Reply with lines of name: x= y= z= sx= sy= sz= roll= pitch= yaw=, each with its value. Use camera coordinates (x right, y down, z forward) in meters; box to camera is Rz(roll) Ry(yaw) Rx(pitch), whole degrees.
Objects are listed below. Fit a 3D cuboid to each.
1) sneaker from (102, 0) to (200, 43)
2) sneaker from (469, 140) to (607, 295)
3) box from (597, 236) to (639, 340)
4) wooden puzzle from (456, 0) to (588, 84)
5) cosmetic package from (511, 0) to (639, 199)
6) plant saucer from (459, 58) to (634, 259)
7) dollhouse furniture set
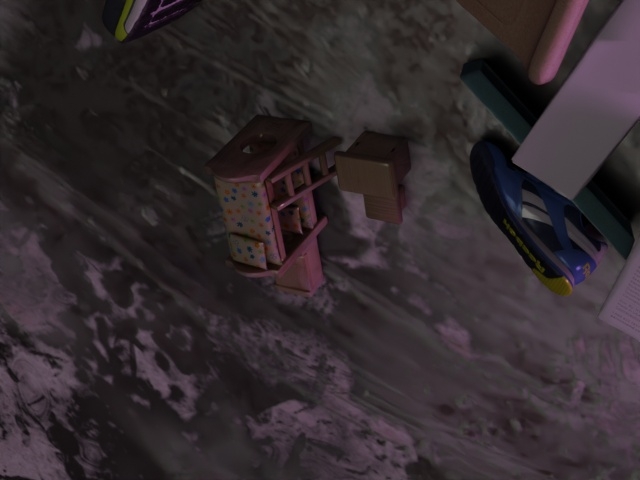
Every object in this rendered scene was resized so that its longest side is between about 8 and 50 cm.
sneaker: x=-0.127 y=-0.288 z=1.084 sx=0.121 sy=0.111 sz=0.300 roll=39 pitch=133 yaw=17
sneaker: x=0.176 y=-0.026 z=1.114 sx=0.144 sy=0.059 sz=0.053 roll=55 pitch=169 yaw=7
box: x=0.288 y=-0.013 z=0.982 sx=0.091 sy=0.130 sz=0.170 roll=30 pitch=137 yaw=12
wooden puzzle: x=0.084 y=-0.310 z=0.750 sx=0.348 sy=0.080 sz=0.322 roll=51 pitch=144 yaw=28
cosmetic package: x=0.225 y=-0.139 z=0.946 sx=0.060 sy=0.099 sz=0.239 roll=36 pitch=138 yaw=5
plant saucer: x=0.180 y=-0.067 z=1.068 sx=0.018 sy=0.067 sz=0.192 roll=-42 pitch=97 yaw=18
dollhouse furniture set: x=0.000 y=0.000 z=1.217 sx=0.161 sy=0.101 sz=0.182 roll=11 pitch=130 yaw=28
